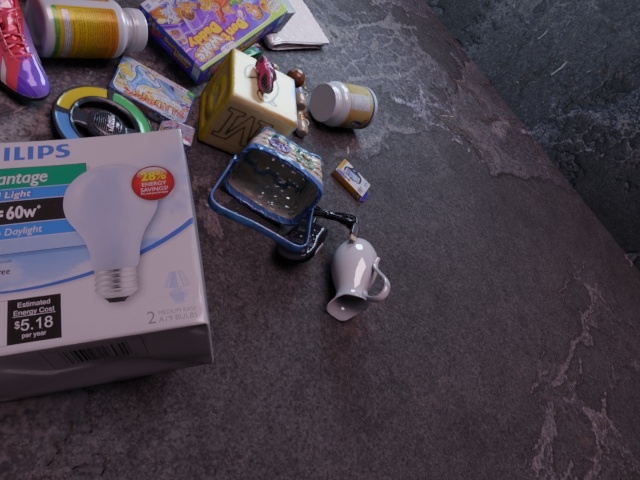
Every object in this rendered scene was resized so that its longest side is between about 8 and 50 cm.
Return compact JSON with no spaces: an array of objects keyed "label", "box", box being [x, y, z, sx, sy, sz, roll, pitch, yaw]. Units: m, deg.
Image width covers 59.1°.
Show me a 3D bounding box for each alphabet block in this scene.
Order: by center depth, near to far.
[{"label":"alphabet block","box":[-0.195,-0.350,1.504,0.197,0.193,0.193,19,48,-32]}]

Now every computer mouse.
[{"label":"computer mouse","box":[0.000,0.000,1.485,0.183,0.060,0.262,13,36,9]}]

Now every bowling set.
[{"label":"bowling set","box":[-0.103,-0.455,1.671,0.286,0.199,0.154,22,47,-35]}]

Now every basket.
[{"label":"basket","box":[-0.125,-0.129,1.392,0.254,0.201,0.289,28,49,-16]}]

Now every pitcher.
[{"label":"pitcher","box":[0.107,0.089,1.467,0.125,0.177,0.207,49,36,-35]}]

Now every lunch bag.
[{"label":"lunch bag","box":[-0.359,-0.256,1.392,0.083,0.053,0.071,19,48,-20]}]

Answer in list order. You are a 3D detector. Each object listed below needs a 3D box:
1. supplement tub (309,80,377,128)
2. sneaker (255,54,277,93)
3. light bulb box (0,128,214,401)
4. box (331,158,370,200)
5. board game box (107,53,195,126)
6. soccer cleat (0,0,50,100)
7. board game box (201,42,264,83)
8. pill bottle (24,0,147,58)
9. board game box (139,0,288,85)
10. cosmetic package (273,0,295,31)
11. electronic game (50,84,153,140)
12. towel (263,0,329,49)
[{"label":"supplement tub","box":[0.076,-0.445,1.860,0.199,0.144,0.145,-6,65,-44]},{"label":"sneaker","box":[-0.129,-0.416,1.437,0.057,0.047,0.120,22,48,-45]},{"label":"light bulb box","box":[-0.377,0.034,0.928,0.357,0.225,0.361,-8,64,-14]},{"label":"box","box":[0.103,-0.187,1.783,0.136,0.028,0.081,43,41,-6]},{"label":"board game box","box":[-0.425,-0.368,1.426,0.201,0.035,0.136,26,46,-26]},{"label":"soccer cleat","box":[-0.667,-0.443,1.197,0.108,0.116,0.318,-20,76,-48]},{"label":"board game box","box":[-0.330,-0.596,1.676,0.213,0.046,0.317,47,41,-3]},{"label":"pill bottle","box":[-0.542,-0.499,1.324,0.245,0.136,0.137,-16,72,-42]},{"label":"board game box","box":[-0.291,-0.624,1.565,0.233,0.078,0.347,46,64,-5]},{"label":"cosmetic package","box":[-0.208,-0.730,1.772,0.127,0.107,0.238,56,39,3]},{"label":"electronic game","box":[-0.487,-0.257,1.277,0.229,0.048,0.230,24,47,-28]},{"label":"towel","box":[-0.152,-0.816,1.998,0.316,0.053,0.332,-21,77,-49]}]
